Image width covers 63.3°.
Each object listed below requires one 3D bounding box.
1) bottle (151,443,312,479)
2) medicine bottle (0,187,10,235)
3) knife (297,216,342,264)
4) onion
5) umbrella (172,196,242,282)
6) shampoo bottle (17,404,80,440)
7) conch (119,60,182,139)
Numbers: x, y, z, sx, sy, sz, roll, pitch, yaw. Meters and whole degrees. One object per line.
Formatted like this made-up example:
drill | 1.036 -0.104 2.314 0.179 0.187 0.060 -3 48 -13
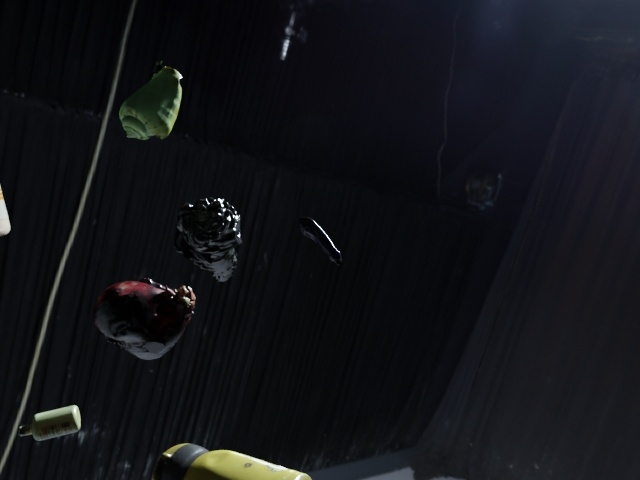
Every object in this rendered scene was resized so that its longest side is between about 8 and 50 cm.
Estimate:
bottle | -0.197 0.527 1.085 0.350 0.172 0.171 6 4 28
medicine bottle | -0.653 -0.123 0.939 0.114 0.253 0.114 -10 8 2
knife | 0.000 0.000 0.970 0.031 0.018 0.121 -27 61 -29
onion | -0.521 0.218 1.500 0.280 0.281 0.221 10 40 -30
umbrella | -0.240 0.000 1.204 0.128 0.154 0.337 45 -7 14
shampoo bottle | -0.803 0.545 1.537 0.161 0.079 0.079 -9 18 -18
conch | -0.316 -0.262 1.008 0.105 0.170 0.079 34 -14 -19
